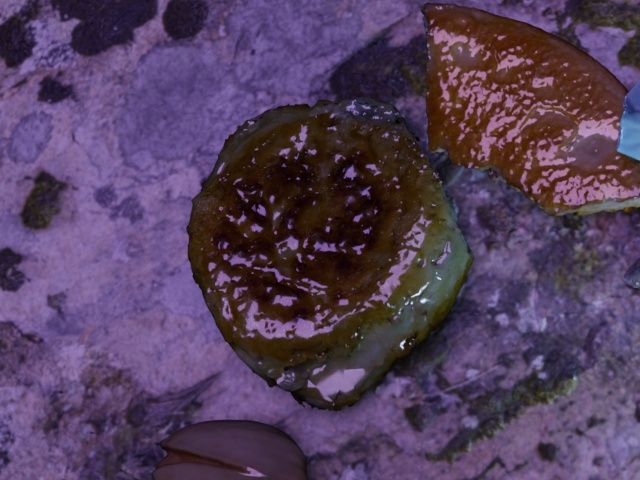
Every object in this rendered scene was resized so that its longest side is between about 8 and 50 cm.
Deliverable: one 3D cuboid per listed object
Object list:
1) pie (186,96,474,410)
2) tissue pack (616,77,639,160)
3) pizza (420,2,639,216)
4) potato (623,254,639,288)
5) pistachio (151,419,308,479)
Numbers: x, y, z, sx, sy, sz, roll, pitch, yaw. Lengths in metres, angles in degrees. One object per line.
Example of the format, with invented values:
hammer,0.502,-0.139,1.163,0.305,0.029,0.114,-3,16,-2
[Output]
pie,0.000,0.000,1.997,0.288,0.103,0.354,-25,66,4
tissue pack,0.449,-0.110,1.858,0.263,0.089,0.177,24,51,24
pizza,0.225,-0.127,1.972,0.365,0.074,0.182,35,85,21
potato,0.355,0.015,1.912,0.037,0.036,0.093,43,113,-11
pistachio,-0.091,0.244,1.944,0.185,0.124,0.124,3,76,22
